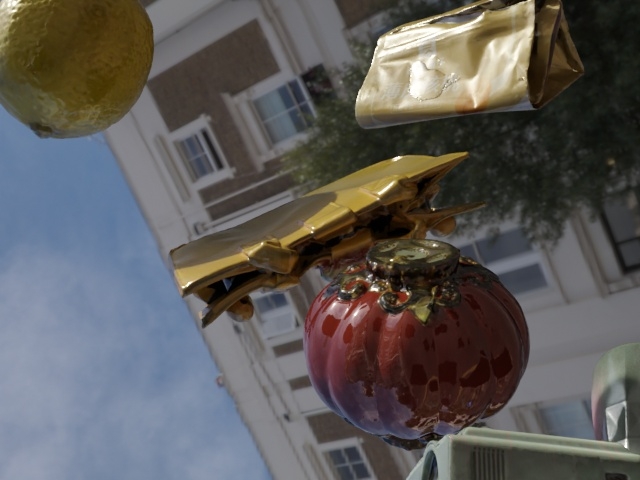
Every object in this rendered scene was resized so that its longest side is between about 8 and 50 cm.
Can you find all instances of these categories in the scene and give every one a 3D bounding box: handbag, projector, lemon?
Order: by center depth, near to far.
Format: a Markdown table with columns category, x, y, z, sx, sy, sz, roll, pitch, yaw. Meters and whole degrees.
| category | x | y | z | sx | sy | sz | roll | pitch | yaw |
| --- | --- | --- | --- | --- | --- | --- | --- | --- | --- |
| projector | 0.113 | 0.161 | 0.482 | 0.147 | 0.115 | 0.061 | 101 | 174 | -61 |
| handbag | 0.000 | 0.000 | 1.074 | 0.283 | 0.401 | 0.133 | -178 | 66 | -80 |
| lemon | -0.385 | -0.291 | 1.228 | 0.267 | 0.267 | 0.267 | 33 | -133 | -44 |

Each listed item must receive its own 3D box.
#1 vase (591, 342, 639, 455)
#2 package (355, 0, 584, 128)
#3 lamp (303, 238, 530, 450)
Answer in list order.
| category | x | y | z | sx | sy | sz | roll | pitch | yaw |
| --- | --- | --- | --- | --- | --- | --- | --- | --- | --- |
| vase | 0.251 | 0.179 | 0.617 | 0.086 | 0.086 | 0.214 | 57 | -145 | -21 |
| package | 0.221 | -0.292 | 1.253 | 0.221 | 0.311 | 0.165 | -35 | -65 | -41 |
| lamp | 0.094 | 0.108 | 0.794 | 0.227 | 0.227 | 0.227 | 33 | -133 | -44 |
